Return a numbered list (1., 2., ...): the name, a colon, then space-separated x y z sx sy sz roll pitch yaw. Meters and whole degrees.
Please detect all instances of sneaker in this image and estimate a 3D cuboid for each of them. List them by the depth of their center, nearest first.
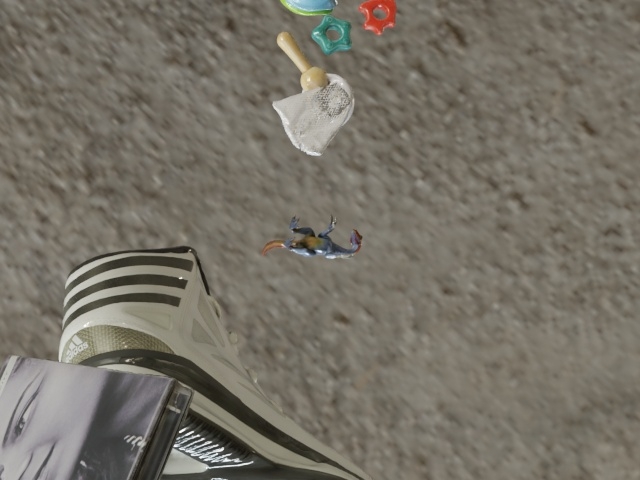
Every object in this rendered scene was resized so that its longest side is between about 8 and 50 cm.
1. sneaker: -0.070 0.148 1.594 0.169 0.257 0.447 -29 135 23

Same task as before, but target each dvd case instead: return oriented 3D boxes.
1. dvd case: -0.139 0.135 0.790 0.018 0.221 0.164 27 77 -24

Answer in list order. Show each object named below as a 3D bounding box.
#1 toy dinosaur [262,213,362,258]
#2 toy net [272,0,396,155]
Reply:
1. toy dinosaur: 0.000 0.000 1.775 0.082 0.090 0.047 21 68 -40
2. toy net: 0.012 -0.188 1.728 0.122 0.045 0.232 6 73 -7
